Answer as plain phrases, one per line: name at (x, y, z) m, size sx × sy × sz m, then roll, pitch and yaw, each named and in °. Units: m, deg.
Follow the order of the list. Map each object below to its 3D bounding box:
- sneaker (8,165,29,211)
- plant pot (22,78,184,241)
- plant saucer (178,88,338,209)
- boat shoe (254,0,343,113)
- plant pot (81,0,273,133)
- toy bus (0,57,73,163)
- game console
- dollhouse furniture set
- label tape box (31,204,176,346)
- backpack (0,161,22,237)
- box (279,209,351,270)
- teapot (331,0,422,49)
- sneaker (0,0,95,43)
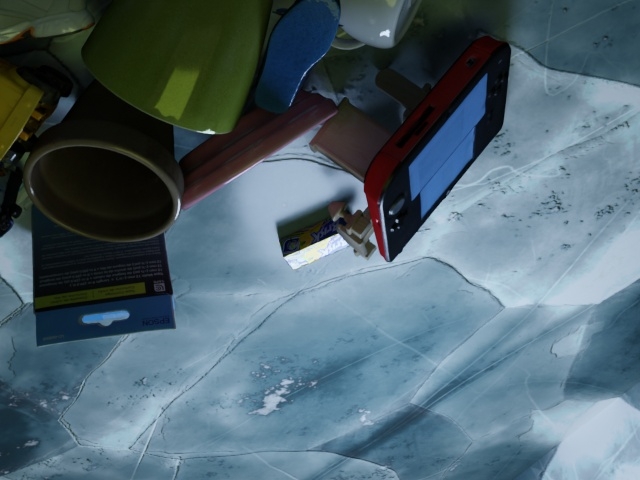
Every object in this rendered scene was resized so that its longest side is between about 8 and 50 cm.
sneaker at (-0.605, -0.061, 1.936) m, size 0.190 × 0.071 × 0.083 m, roll -30°, pitch 146°, yaw 19°
plant pot at (-0.347, -0.163, 1.746) m, size 0.263 × 0.229 × 0.263 m, roll 5°, pitch 143°, yaw 4°
plant saucer at (-0.126, -0.175, 1.823) m, size 0.332 × 0.332 × 0.084 m, roll -30°, pitch 95°, yaw 17°
boat shoe at (-0.046, -0.313, 1.609) m, size 0.109 × 0.089 × 0.258 m, roll 25°, pitch 139°, yaw -16°
plant pot at (-0.187, -0.362, 1.591) m, size 0.274 × 0.275 × 0.293 m, roll 16°, pitch 118°, yaw -32°
toy bus at (-0.536, -0.246, 1.669) m, size 0.211 × 0.220 × 0.149 m, roll 33°, pitch 102°, yaw -9°
game console at (0.224, -0.163, 1.893) m, size 0.386 × 0.060 × 0.342 m, roll -49°, pitch 155°, yaw -14°
dollhouse furniture set at (0.104, -0.153, 2.056) m, size 0.303 × 0.174 × 0.355 m, roll -52°, pitch 169°, yaw -6°
label tape box at (-0.409, 0.072, 1.933) m, size 0.249 × 0.348 × 0.115 m, roll -8°, pitch 140°, yaw -9°
backpack at (-0.672, -0.088, 1.746) m, size 0.263 × 0.213 × 0.276 m, roll 18°, pitch 143°, yaw -37°
box at (0.000, 0.000, 2.214) m, size 0.169 × 0.054 × 0.059 m, roll -24°, pitch 140°, yaw 9°
teapot at (0.073, -0.436, 1.623) m, size 0.187 × 0.252 × 0.256 m, roll 24°, pitch 95°, yaw 8°
sneaker at (-0.485, -0.372, 1.605) m, size 0.262 × 0.099 × 0.121 m, roll -6°, pitch 106°, yaw 9°
